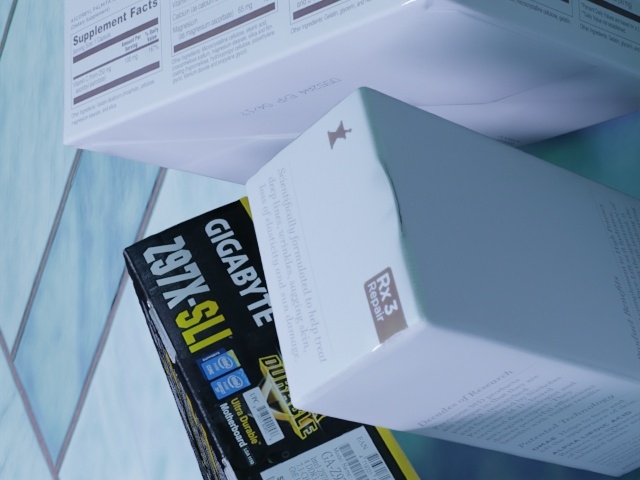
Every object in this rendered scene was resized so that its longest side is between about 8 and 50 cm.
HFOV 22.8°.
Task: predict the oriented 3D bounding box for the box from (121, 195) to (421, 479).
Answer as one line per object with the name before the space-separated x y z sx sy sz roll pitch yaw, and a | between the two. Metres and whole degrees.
box | 0.004 0.175 0.816 0.257 0.079 0.322 -126 16 -48

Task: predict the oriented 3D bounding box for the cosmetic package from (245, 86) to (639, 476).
cosmetic package | 0.082 0.027 0.711 0.085 0.231 0.117 -37 51 35

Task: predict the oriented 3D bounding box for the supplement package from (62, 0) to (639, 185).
supplement package | 0.024 -0.129 0.827 0.262 0.204 0.145 -15 71 43
